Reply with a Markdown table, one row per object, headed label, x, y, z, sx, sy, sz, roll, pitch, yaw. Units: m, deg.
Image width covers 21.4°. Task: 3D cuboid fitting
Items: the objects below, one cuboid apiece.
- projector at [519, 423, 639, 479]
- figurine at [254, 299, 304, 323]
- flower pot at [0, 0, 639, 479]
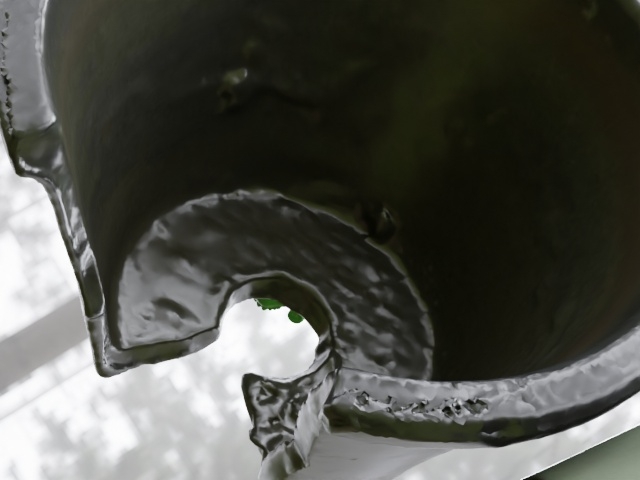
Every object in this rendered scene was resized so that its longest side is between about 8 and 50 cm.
| label | x | y | z | sx | sy | sz | roll | pitch | yaw |
| --- | --- | --- | --- | --- | --- | --- | --- | --- | --- |
| projector | 0.261 | 0.199 | 0.792 | 0.248 | 0.249 | 0.248 | 34 | -40 | 56 |
| figurine | 0.000 | 0.000 | 1.426 | 0.115 | 0.095 | 0.156 | 34 | -80 | 35 |
| flower pot | 0.009 | -0.015 | 0.913 | 0.379 | 0.379 | 0.251 | 47 | -33 | 19 |
